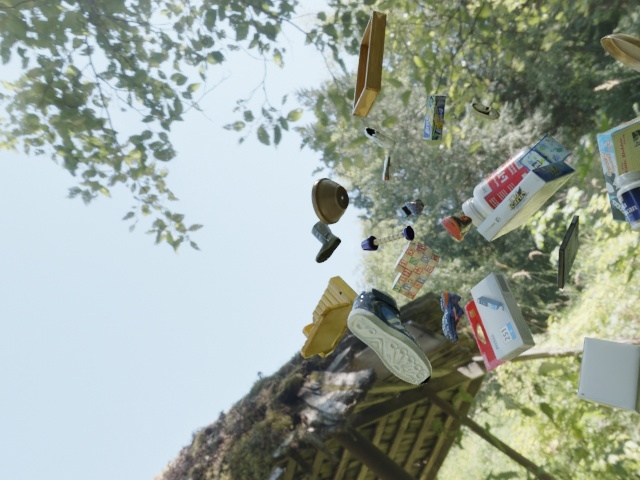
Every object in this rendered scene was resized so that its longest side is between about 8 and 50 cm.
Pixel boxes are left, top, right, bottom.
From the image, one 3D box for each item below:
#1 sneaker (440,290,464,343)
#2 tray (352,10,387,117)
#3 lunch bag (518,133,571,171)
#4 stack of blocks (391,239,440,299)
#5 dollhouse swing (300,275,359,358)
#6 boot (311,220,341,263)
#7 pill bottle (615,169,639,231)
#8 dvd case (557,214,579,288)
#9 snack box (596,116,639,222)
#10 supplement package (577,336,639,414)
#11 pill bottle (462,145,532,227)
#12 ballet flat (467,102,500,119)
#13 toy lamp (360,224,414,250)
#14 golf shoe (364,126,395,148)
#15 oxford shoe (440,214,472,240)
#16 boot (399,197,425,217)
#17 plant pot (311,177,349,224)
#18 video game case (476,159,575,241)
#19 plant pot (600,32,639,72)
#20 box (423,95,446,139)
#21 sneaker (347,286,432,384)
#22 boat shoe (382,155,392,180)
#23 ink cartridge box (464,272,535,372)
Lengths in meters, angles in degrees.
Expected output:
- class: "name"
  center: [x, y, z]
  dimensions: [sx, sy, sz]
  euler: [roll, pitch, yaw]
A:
- class: "sneaker"
  center: [0.552, 0.313, 1.686]
  dimensions: [0.083, 0.087, 0.221]
  euler: [81, -168, -63]
- class: "tray"
  center: [0.222, -0.787, 1.837]
  dimensions: [0.203, 0.076, 0.411]
  euler: [124, 155, -70]
- class: "lunch bag"
  center: [0.924, -0.343, 1.690]
  dimensions: [0.151, 0.129, 0.096]
  euler: [-48, -12, 24]
- class: "stack of blocks"
  center: [0.481, 0.155, 2.153]
  dimensions: [0.087, 0.171, 0.297]
  euler: [-57, -9, -52]
- class: "dollhouse swing"
  center: [-0.009, 0.383, 2.080]
  dimensions: [0.304, 0.315, 0.347]
  euler: [11, -67, -42]
- class: "boot"
  center: [0.000, 0.002, 2.164]
  dimensions: [0.189, 0.208, 0.076]
  euler: [-45, -42, -2]
- class: "pill bottle"
  center: [0.946, -0.118, 1.212]
  dimensions: [0.094, 0.094, 0.170]
  euler: [28, -131, -55]
- class: "dvd case"
  center: [0.952, 0.041, 1.569]
  dimensions: [0.253, 0.022, 0.181]
  euler: [-42, -53, -37]
- class: "snack box"
  center: [1.089, -0.247, 1.426]
  dimensions: [0.187, 0.060, 0.322]
  euler: [-23, -76, -10]
- class: "supplement package"
  center: [1.242, 0.571, 1.743]
  dimensions: [0.145, 0.204, 0.262]
  euler: [29, -109, -39]
- class: "pill bottle"
  center: [0.908, -0.240, 1.991]
  dimensions: [0.229, 0.229, 0.408]
  euler: [-8, -30, -49]
- class: "ballet flat"
  center: [0.752, -0.589, 1.862]
  dimensions: [0.052, 0.168, 0.057]
  euler: [126, 151, -73]
- class: "toy lamp"
  center: [0.305, -0.002, 1.904]
  dimensions: [0.080, 0.274, 0.080]
  euler: [14, -111, -42]
- class: "golf shoe"
  center: [0.298, -0.522, 2.078]
  dimensions: [0.069, 0.176, 0.086]
  euler: [-63, -15, 11]
- class: "oxford shoe"
  center: [0.568, -0.075, 1.689]
  dimensions: [0.098, 0.097, 0.271]
  euler: [-51, -22, 7]
- class: "boot"
  center: [0.473, -0.181, 2.017]
  dimensions: [0.106, 0.082, 0.219]
  euler: [-41, 5, -13]
- class: "plant pot"
  center: [0.065, -0.201, 2.015]
  dimensions: [0.237, 0.109, 0.238]
  euler: [16, -110, -51]
- class: "video game case"
  center: [0.642, -0.126, 1.277]
  dimensions: [0.269, 0.061, 0.244]
  euler: [-18, -33, -41]
- class: "plant pot"
  center: [1.040, -0.613, 1.344]
  dimensions: [0.236, 0.236, 0.032]
  euler: [0, -48, -51]
- class: "box"
  center: [0.453, -0.486, 1.624]
  dimensions: [0.054, 0.059, 0.169]
  euler: [-4, -73, -20]
- class: "sneaker"
  center: [0.247, 0.285, 1.339]
  dimensions: [0.130, 0.322, 0.236]
  euler: [-53, -4, 32]
- class: "boat shoe"
  center: [0.353, -0.374, 2.126]
  dimensions: [0.049, 0.043, 0.137]
  euler: [-90, 2, -57]
- class: "ink cartridge box"
  center: [0.651, 0.316, 1.566]
  dimensions: [0.066, 0.297, 0.261]
  euler: [8, -41, -20]
